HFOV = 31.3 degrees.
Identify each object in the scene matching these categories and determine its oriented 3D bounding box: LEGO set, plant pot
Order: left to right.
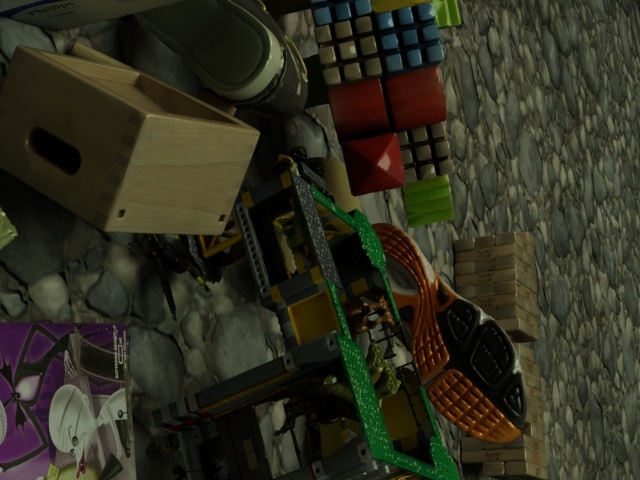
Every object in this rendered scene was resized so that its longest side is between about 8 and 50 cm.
[{"bbox_3d":[-0.039,0.110,0.930,0.255,0.192,0.331,24,44,-66],"label":"LEGO set"},{"bbox_3d":[0.044,0.195,1.129,0.134,0.095,0.134,26,60,-59],"label":"plant pot"}]

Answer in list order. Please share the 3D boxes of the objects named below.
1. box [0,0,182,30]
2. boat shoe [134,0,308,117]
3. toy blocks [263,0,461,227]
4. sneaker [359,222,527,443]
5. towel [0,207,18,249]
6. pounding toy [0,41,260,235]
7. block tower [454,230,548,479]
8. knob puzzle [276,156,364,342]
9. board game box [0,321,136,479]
[{"bbox_3d":[-0.164,-0.232,0.816,0.072,0.126,0.137,5,78,-64],"label":"box"},{"bbox_3d":[-0.086,-0.173,0.909,0.069,0.081,0.227,32,16,-50],"label":"boat shoe"},{"bbox_3d":[0.045,-0.189,1.032,0.261,0.191,0.381,-66,144,-86],"label":"toy blocks"},{"bbox_3d":[0.127,0.096,1.154,0.262,0.099,0.121,55,5,28],"label":"sneaker"},{"bbox_3d":[-0.251,-0.038,0.669,0.148,0.027,0.110,59,34,-11],"label":"towel"},{"bbox_3d":[-0.139,-0.073,0.835,0.206,0.181,0.094,1,114,-59],"label":"pounding toy"},{"bbox_3d":[0.240,0.149,1.532,0.097,0.091,0.335,30,56,-58],"label":"block tower"},{"bbox_3d":[0.000,0.000,1.173,0.213,0.030,0.213,26,60,-57],"label":"knob puzzle"},{"bbox_3d":[-0.190,0.225,0.724,0.208,0.056,0.346,6,78,-58],"label":"board game box"}]
